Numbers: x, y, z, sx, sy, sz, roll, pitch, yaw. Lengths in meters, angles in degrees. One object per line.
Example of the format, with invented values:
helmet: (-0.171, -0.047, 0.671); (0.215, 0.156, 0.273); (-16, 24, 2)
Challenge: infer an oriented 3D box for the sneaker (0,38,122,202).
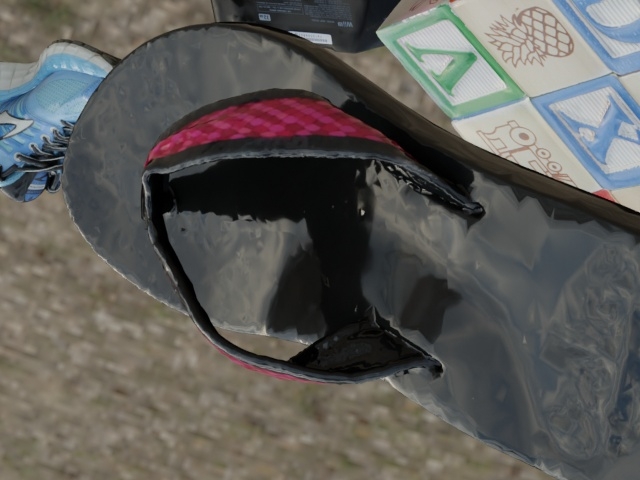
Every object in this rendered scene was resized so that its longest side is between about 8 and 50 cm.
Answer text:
sneaker: (-0.129, -0.052, 0.870); (0.063, 0.073, 0.162); (22, 163, -36)

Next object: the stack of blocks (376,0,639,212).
stack of blocks: (0.158, -0.002, 0.626); (0.297, 0.087, 0.171); (47, 151, -19)

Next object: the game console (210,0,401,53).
game console: (-0.103, -0.218, 0.949); (0.361, 0.044, 0.213); (10, 123, 33)

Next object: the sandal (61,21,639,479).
sandal: (0.000, 0.000, 0.343); (0.040, 0.067, 0.179); (-12, -155, -41)
